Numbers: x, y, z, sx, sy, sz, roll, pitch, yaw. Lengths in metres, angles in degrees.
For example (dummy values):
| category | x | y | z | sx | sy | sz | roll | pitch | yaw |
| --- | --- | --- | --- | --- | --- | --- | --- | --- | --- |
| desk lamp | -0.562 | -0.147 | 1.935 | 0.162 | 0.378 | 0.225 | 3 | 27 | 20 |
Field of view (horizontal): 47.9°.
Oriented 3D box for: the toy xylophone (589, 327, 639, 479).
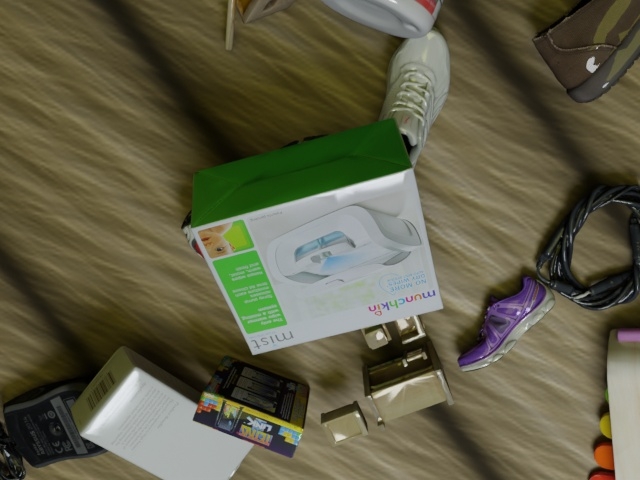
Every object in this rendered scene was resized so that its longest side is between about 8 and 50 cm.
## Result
| category | x | y | z | sx | sy | sz | roll | pitch | yaw |
| --- | --- | --- | --- | --- | --- | --- | --- | --- | --- |
| toy xylophone | 0.496 | 0.279 | 0.986 | 0.236 | 0.081 | 0.322 | 6 | 109 | 26 |

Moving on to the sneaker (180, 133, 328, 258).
| category | x | y | z | sx | sy | sz | roll | pitch | yaw |
| --- | --- | --- | --- | --- | --- | --- | --- | --- | --- |
| sneaker | -0.055 | -0.051 | 1.006 | 0.279 | 0.107 | 0.118 | -28 | 115 | 12 |

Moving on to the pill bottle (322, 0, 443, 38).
| category | x | y | z | sx | sy | sz | roll | pitch | yaw |
| --- | --- | --- | --- | --- | --- | --- | --- | --- | --- |
| pill bottle | 0.112 | -0.409 | 0.876 | 0.161 | 0.161 | 0.283 | 22 | 94 | -1 |

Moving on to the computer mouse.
| category | x | y | z | sx | sy | sz | roll | pitch | yaw |
| --- | --- | --- | --- | --- | --- | --- | --- | --- | --- |
| computer mouse | -0.405 | 0.266 | 1.093 | 0.272 | 0.072 | 0.188 | -14 | 102 | 18 |

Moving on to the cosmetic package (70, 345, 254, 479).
| category | x | y | z | sx | sy | sz | roll | pitch | yaw |
| --- | --- | --- | --- | --- | --- | --- | --- | --- | --- |
| cosmetic package | -0.217 | 0.260 | 1.014 | 0.117 | 0.085 | 0.231 | -51 | 121 | -5 |

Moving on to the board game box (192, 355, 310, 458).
| category | x | y | z | sx | sy | sz | roll | pitch | yaw |
| --- | --- | --- | --- | --- | --- | --- | --- | --- | --- |
| board game box | -0.090 | 0.228 | 1.009 | 0.141 | 0.170 | 0.048 | 22 | 97 | 0 |

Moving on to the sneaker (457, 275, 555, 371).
| category | x | y | z | sx | sy | sz | roll | pitch | yaw |
| --- | --- | --- | --- | --- | --- | --- | --- | --- | --- |
| sneaker | 0.255 | 0.119 | 1.033 | 0.071 | 0.068 | 0.170 | 45 | 92 | 10 |

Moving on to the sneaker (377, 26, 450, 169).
| category | x | y | z | sx | sy | sz | roll | pitch | yaw |
| --- | --- | --- | --- | --- | --- | --- | --- | --- | --- |
| sneaker | 0.119 | -0.168 | 0.950 | 0.091 | 0.115 | 0.232 | 15 | 101 | 1 |

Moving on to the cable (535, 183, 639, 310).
| category | x | y | z | sx | sy | sz | roll | pitch | yaw |
| --- | --- | --- | --- | --- | --- | --- | --- | --- | --- |
| cable | 0.400 | 0.009 | 1.001 | 0.151 | 0.047 | 0.184 | 30 | 100 | -2 |

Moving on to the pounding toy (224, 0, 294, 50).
| category | x | y | z | sx | sy | sz | roll | pitch | yaw |
| --- | --- | --- | --- | --- | --- | --- | --- | --- | --- |
| pounding toy | -0.092 | -0.339 | 0.930 | 0.100 | 0.141 | 0.130 | -26 | 96 | -16 |

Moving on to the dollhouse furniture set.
| category | x | y | z | sx | sy | sz | roll | pitch | yaw |
| --- | --- | --- | --- | --- | --- | --- | --- | --- | --- |
| dollhouse furniture set | 0.069 | 0.170 | 1.017 | 0.182 | 0.101 | 0.160 | -21 | 106 | 7 |

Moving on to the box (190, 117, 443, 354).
| category | x | y | z | sx | sy | sz | roll | pitch | yaw |
| --- | --- | --- | --- | --- | --- | --- | --- | --- | --- |
| box | 0.000 | 0.000 | 0.910 | 0.262 | 0.126 | 0.231 | -14 | 128 | 5 |

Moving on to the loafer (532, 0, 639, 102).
| category | x | y | z | sx | sy | sz | roll | pitch | yaw |
| --- | --- | --- | --- | --- | --- | --- | --- | --- | --- |
| loafer | 0.401 | -0.350 | 0.889 | 0.130 | 0.134 | 0.365 | 35 | 101 | -4 |
